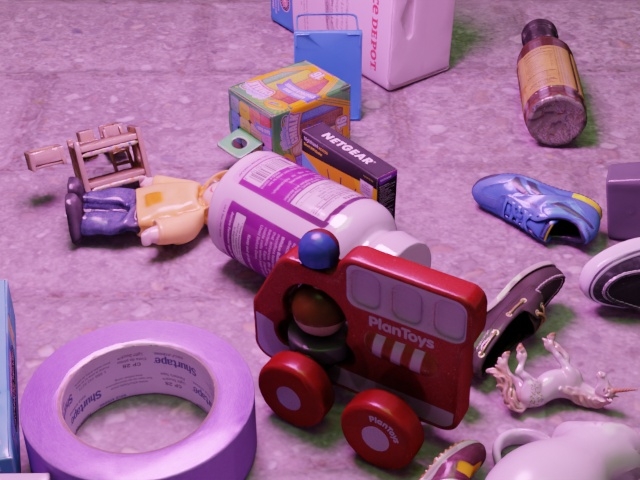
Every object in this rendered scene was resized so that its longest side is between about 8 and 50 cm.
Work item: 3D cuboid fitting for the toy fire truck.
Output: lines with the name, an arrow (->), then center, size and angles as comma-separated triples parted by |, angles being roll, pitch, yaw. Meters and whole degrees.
toy fire truck -> 0.053, 0.107, 1.344 | 0.302, 0.253, 0.169 | 21, 41, 26

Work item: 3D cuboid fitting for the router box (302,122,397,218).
router box -> 0.042, -0.085, 1.708 | 0.046, 0.133, 0.179 | -25, 43, -31

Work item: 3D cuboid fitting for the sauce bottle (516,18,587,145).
sauce bottle -> 0.415, -0.300, 2.025 | 0.112, 0.111, 0.344 | 3, 35, 4

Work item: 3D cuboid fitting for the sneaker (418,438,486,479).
sneaker -> 0.139, 0.301, 1.247 | 0.185, 0.069, 0.084 | -35, 57, -30

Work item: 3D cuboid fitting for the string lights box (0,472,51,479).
string lights box -> -0.358, 0.363, 1.143 | 0.134, 0.076, 0.259 | -1, 36, -3

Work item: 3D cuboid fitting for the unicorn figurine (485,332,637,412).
unicorn figurine -> 0.301, 0.175, 1.416 | 0.162, 0.060, 0.111 | -22, 70, 0

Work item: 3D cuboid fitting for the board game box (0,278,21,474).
board game box -> -0.505, 0.195, 1.370 | 0.254, 0.079, 0.336 | -8, 37, -11

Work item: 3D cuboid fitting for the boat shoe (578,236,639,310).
boat shoe -> 0.513, 0.066, 1.538 | 0.301, 0.108, 0.102 | 1, 34, -10

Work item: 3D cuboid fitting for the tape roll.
tape roll -> -0.215, 0.216, 1.335 | 0.275, 0.090, 0.274 | 0, 37, 0

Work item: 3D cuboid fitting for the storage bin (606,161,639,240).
storage bin -> 0.484, -0.063, 1.691 | 0.091, 0.135, 0.098 | 3, 35, 20

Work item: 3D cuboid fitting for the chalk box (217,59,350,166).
chalk box -> -0.070, -0.195, 1.858 | 0.213, 0.132, 0.132 | -26, 43, -31

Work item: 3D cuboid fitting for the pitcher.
pitcher -> 0.243, 0.273, 1.251 | 0.178, 0.125, 0.207 | 2, 20, 40

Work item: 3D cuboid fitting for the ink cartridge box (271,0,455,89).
ink cartridge box -> 0.076, -0.507, 2.154 | 0.166, 0.285, 0.395 | -23, 43, -29

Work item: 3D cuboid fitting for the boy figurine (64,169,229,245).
boy figurine -> -0.241, -0.049, 1.697 | 0.285, 0.092, 0.177 | -4, 34, 0

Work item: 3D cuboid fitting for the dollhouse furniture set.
dollhouse furniture set -> -0.390, -0.121, 1.820 | 0.182, 0.101, 0.161 | -17, 15, -21

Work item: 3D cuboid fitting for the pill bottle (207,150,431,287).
pill bottle -> 0.000, 0.000, 1.564 | 0.302, 0.169, 0.169 | 28, 45, 32

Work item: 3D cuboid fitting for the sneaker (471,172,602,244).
sneaker -> 0.325, -0.045, 1.711 | 0.209, 0.069, 0.082 | 18, 44, 22

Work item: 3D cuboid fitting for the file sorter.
file sorter -> 0.011, -0.313, 1.989 | 0.118, 0.170, 0.104 | -1, 34, -2

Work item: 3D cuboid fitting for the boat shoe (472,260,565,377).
boat shoe -> 0.261, 0.108, 1.497 | 0.228, 0.081, 0.069 | -34, 51, -28
